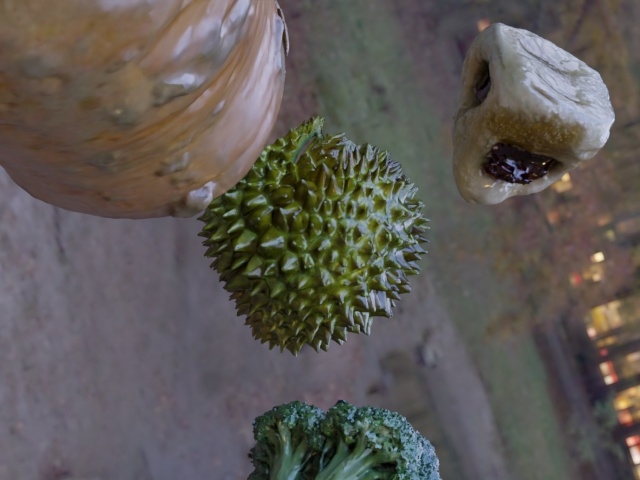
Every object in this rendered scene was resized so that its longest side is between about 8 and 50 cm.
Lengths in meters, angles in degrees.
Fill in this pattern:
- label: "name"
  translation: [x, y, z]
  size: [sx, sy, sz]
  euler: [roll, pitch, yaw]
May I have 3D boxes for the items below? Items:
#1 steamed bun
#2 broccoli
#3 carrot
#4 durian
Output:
- label: "steamed bun"
  translation: [0.189, -0.109, 1.431]
  size: [0.141, 0.155, 0.172]
  euler: [25, 27, -14]
- label: "broccoli"
  translation: [0.009, 0.292, 1.620]
  size: [0.270, 0.270, 0.269]
  euler: [-25, 96, -53]
- label: "carrot"
  translation: [-0.136, -0.144, 0.744]
  size: [0.340, 0.224, 0.224]
  euler: [74, 0, -69]
- label: "durian"
  translation: [0.001, 0.002, 1.336]
  size: [0.177, 0.200, 0.237]
  euler: [33, -24, 18]
